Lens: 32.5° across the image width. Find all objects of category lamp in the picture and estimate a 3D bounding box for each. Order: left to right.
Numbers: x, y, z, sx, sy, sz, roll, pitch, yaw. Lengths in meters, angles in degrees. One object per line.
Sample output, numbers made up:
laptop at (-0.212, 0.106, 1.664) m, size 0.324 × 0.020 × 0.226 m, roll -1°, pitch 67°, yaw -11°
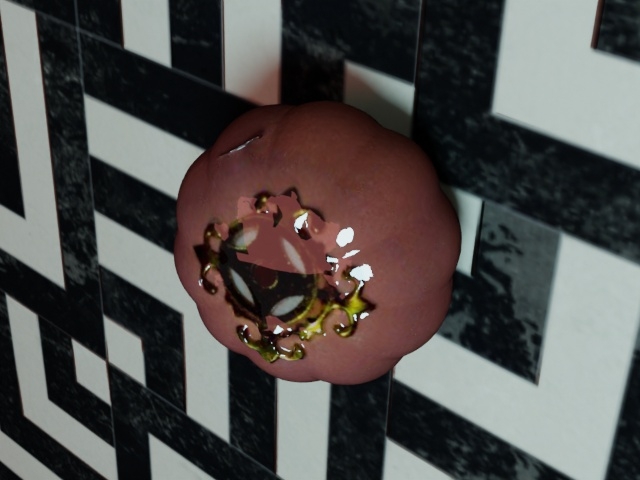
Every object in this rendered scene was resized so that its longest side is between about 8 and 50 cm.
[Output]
lamp at (0.000, 0.000, 0.676) m, size 0.182 × 0.140 × 0.182 m, roll 10°, pitch 116°, yaw 22°
